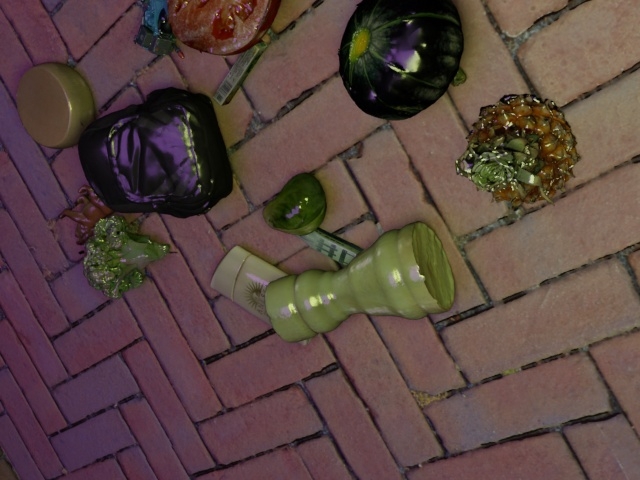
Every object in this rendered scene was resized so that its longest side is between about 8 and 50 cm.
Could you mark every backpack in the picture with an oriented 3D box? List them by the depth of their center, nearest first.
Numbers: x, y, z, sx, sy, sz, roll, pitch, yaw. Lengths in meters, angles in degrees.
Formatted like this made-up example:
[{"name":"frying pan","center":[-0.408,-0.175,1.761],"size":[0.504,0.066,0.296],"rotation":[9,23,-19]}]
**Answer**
[{"name":"backpack","center":[-0.471,-0.229,1.880],"size":[0.445,0.255,0.363],"rotation":[-5,105,17]}]

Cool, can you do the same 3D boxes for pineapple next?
[{"name":"pineapple","center":[0.383,-0.163,1.389],"size":[0.262,0.271,0.263],"rotation":[10,111,27]}]

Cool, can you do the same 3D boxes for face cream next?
[{"name":"face cream","center":[-0.155,0.147,1.923],"size":[0.348,0.081,0.174],"rotation":[30,117,18]}]

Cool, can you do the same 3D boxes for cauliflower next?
[{"name":"cauliflower","center":[-0.606,0.046,2.101],"size":[0.315,0.239,0.256],"rotation":[-8,77,15]}]

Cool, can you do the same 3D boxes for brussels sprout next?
[{"name":"brussels sprout","center":[-0.061,-0.085,1.750],"size":[0.183,0.131,0.145],"rotation":[-50,64,22]}]

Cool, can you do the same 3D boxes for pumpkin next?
[{"name":"pumpkin","center":[0.194,-0.410,1.459],"size":[0.295,0.296,0.296],"rotation":[10,111,27]}]

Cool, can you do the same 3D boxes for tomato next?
[{"name":"tomato","center":[-0.210,-0.604,1.646],"size":[0.338,0.143,0.338],"rotation":[3,96,29]}]

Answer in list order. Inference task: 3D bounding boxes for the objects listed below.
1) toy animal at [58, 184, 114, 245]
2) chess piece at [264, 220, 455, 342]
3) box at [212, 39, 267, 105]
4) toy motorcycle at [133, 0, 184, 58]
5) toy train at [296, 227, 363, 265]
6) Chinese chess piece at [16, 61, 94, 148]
[{"name":"toy animal","center":[-0.727,-0.094,2.177],"size":[0.157,0.097,0.312],"rotation":[47,122,-6]},{"name":"chess piece","center":[0.084,0.119,1.659],"size":[0.442,0.234,0.234],"rotation":[-18,97,27]},{"name":"box","center":[-0.213,-0.442,1.772],"size":[0.041,0.050,0.207],"rotation":[45,123,5]},{"name":"toy motorcycle","center":[-0.402,-0.613,1.791],"size":[0.182,0.123,0.272],"rotation":[50,124,33]},{"name":"toy train","center":[0.000,0.000,1.801],"size":[0.234,0.051,0.052],"rotation":[27,114,20]},{"name":"Chinese chess piece","center":[-0.829,-0.419,2.107],"size":[0.273,0.102,0.273],"rotation":[10,110,28]}]
